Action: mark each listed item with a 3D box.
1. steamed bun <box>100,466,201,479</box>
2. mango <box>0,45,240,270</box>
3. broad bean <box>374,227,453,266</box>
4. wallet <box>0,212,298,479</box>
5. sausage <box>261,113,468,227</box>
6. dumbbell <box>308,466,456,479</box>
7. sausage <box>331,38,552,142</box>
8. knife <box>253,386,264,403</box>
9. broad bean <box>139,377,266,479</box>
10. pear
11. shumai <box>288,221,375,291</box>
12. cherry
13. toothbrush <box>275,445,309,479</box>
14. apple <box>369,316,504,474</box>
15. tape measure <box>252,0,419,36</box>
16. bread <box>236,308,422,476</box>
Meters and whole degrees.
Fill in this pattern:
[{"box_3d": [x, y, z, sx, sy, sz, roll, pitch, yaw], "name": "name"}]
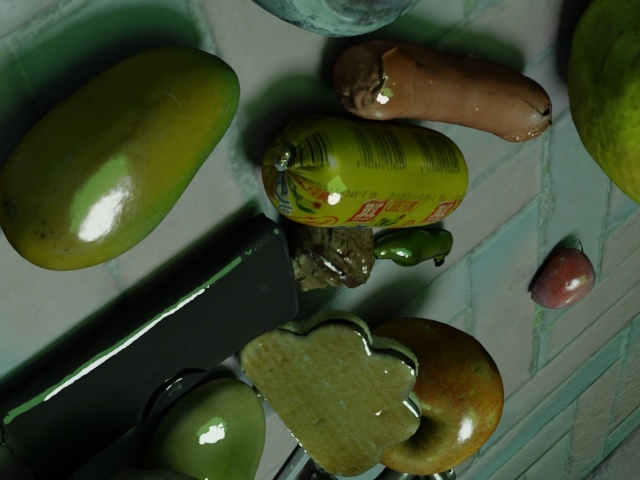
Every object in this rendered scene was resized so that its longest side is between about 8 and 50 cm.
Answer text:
[{"box_3d": [-0.195, 0.390, 1.239, 0.342, 0.367, 0.255, 71, 37, -58], "name": "steamed bun"}, {"box_3d": [-0.168, -0.075, 0.951, 0.251, 0.114, 0.156, -41, 142, -11], "name": "mango"}, {"box_3d": [0.139, 0.008, 1.520, 0.195, 0.046, 0.061, 8, 116, -57], "name": "broad bean"}, {"box_3d": [-0.187, 0.129, 1.231, 0.377, 0.051, 0.197, -35, 148, -19], "name": "wallet"}, {"box_3d": [0.058, -0.075, 1.237, 0.347, 0.123, 0.123, 0, 125, -51], "name": "sausage"}, {"box_3d": [0.099, 0.407, 1.790, 0.290, 0.192, 0.192, -39, 149, -17], "name": "dumbbell"}, {"box_3d": [0.162, -0.173, 1.288, 0.419, 0.094, 0.094, 1, 114, -51], "name": "sausage"}, {"box_3d": [-0.135, 0.290, 1.517, 0.298, 0.017, 0.047, -54, 154, 10], "name": "knife"}, {"box_3d": [-0.156, 0.290, 1.417, 0.189, 0.121, 0.263, -12, 120, -37], "name": "broad bean"}, {"box_3d": [0.503, -0.204, 1.436, 0.391, 0.391, 0.391, -33, 147, -25], "name": "pear"}, {"box_3d": [0.003, -0.003, 1.307, 0.139, 0.105, 0.123, 49, 40, -68], "name": "shumai"}, {"box_3d": [0.438, 0.070, 1.941, 0.106, 0.087, 0.126, 8, 116, -51], "name": "cherry"}, {"box_3d": [-0.087, 0.423, 1.727, 0.342, 0.025, 0.030, -57, 153, 15], "name": "toothbrush"}, {"box_3d": [0.144, 0.215, 1.580, 0.237, 0.236, 0.207, -65, 175, 27], "name": "apple"}, {"box_3d": [0.017, -0.309, 0.892, 0.256, 0.147, 0.275, -35, 144, -26], "name": "tape measure"}, {"box_3d": [0.031, 0.189, 1.426, 0.207, 0.056, 0.287, -22, 123, 13], "name": "bread"}]
